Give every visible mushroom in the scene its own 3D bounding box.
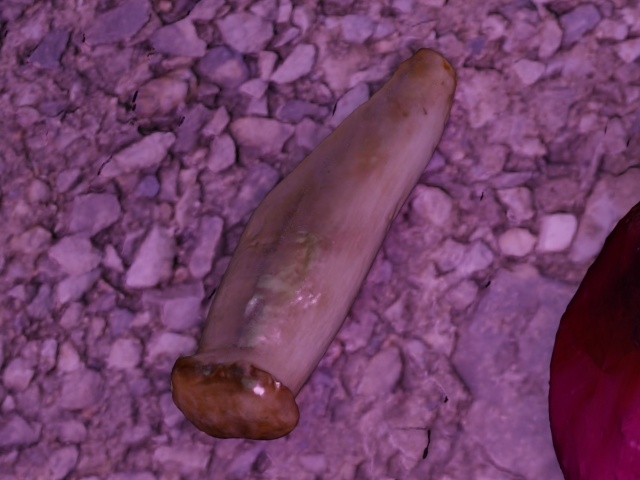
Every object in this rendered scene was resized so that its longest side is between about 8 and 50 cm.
[{"bbox_3d":[-0.003,-0.001,1.398,0.107,0.087,0.333,19,71,24],"label":"mushroom"}]

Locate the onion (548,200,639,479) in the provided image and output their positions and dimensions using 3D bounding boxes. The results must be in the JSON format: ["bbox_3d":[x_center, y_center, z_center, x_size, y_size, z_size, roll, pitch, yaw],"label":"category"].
[{"bbox_3d":[0.278,0.047,1.087,0.347,0.385,0.348,-22,39,19],"label":"onion"}]
